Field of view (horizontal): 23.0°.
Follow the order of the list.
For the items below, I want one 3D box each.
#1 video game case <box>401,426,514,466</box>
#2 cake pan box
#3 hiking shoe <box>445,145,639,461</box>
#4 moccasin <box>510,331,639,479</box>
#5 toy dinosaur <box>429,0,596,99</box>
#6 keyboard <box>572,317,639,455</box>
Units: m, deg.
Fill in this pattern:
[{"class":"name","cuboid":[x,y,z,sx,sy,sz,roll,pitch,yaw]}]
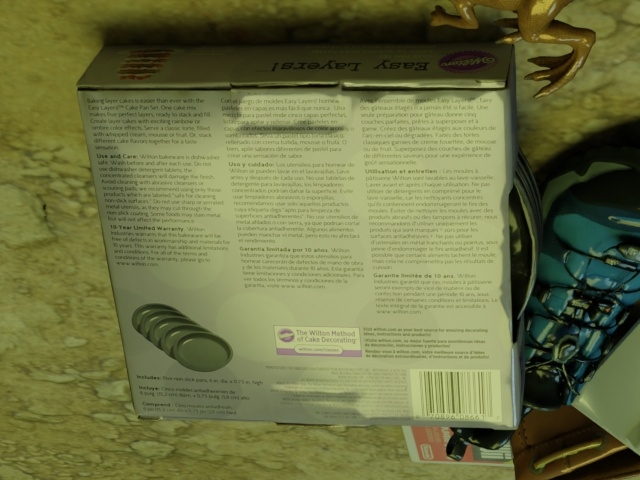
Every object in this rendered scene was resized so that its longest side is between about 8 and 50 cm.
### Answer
[{"class":"video game case","cuboid":[0.209,0.152,1.356,0.285,0.025,0.204,1,151,10]},{"class":"cake pan box","cuboid":[0.000,0.000,0.959,0.267,0.070,0.245,0,123,12]},{"class":"hiking shoe","cuboid":[0.171,0.048,1.052,0.113,0.132,0.304,13,151,-13]},{"class":"moccasin","cuboid":[0.321,0.127,1.140,0.380,0.147,0.139,-6,156,15]},{"class":"toy dinosaur","cuboid":[0.119,-0.130,0.803,0.211,0.064,0.112,0,150,13]},{"class":"keyboard","cuboid":[0.262,0.048,1.035,0.072,0.014,0.256,40,125,7]}]
